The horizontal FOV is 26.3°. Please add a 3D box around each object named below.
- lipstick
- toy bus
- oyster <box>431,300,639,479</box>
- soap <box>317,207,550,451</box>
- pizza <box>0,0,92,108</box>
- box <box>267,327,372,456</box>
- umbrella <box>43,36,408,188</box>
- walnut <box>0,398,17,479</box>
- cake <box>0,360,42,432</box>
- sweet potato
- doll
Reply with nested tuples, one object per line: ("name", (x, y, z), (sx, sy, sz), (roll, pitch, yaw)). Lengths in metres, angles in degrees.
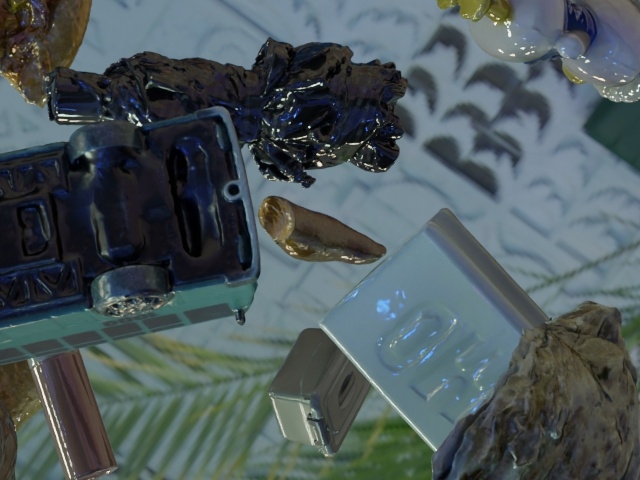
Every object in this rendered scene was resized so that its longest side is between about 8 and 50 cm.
("lipstick", (-0.340, 0.191, 1.807), (0.254, 0.070, 0.070), (69, -165, 14))
("toy bus", (-0.168, 0.007, 0.893), (0.147, 0.256, 0.128), (83, 176, -76))
("oyster", (0.107, 0.107, 0.671), (0.064, 0.125, 0.177), (5, -158, 42))
("soap", (0.146, 0.119, 1.308), (0.265, 0.160, 0.087), (48, -160, 1))
("pizza", (-0.404, -0.349, 1.588), (0.278, 0.408, 0.114), (-8, -176, 1))
("box", (-0.003, 0.203, 1.909), (0.093, 0.172, 0.124), (6, 130, 25))
("umbrella", (-0.081, -0.128, 1.280), (0.337, 0.154, 0.128), (7, -123, -21))
("walnut", (-0.458, 0.228, 1.483), (0.273, 0.227, 0.273), (34, 164, 11))
("cake", (-0.511, 0.217, 2.033), (0.185, 0.178, 0.208), (50, 147, -11))
("sweet potato", (0.000, 0.000, 1.906), (0.244, 0.077, 0.077), (24, -168, -47))
("doll", (0.237, -0.204, 1.311), (0.293, 0.119, 0.138), (5, -153, -37))
